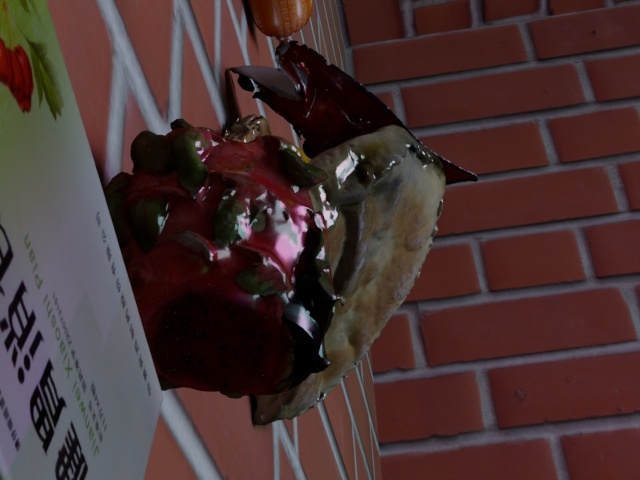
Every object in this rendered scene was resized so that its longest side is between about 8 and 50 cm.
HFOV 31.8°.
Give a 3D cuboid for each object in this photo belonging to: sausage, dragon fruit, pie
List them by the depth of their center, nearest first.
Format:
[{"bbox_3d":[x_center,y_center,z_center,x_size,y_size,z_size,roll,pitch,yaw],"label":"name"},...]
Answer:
[{"bbox_3d":[-0.060,0.007,0.677,0.166,0.160,0.172,49,25,-34],"label":"dragon fruit"},{"bbox_3d":[0.023,0.034,1.156,0.337,0.075,0.337,-46,152,-32],"label":"pie"},{"bbox_3d":[-0.067,-0.379,1.417,0.093,0.093,0.312,-91,172,-48],"label":"sausage"}]

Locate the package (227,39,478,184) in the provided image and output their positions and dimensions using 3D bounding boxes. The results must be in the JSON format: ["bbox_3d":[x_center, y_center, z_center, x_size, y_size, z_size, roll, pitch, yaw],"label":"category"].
[{"bbox_3d":[0.025,-0.122,1.249,0.269,0.071,0.194,42,-18,-24],"label":"package"}]

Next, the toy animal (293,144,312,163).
[{"bbox_3d":[0.001,-0.003,1.411,0.156,0.156,0.229,71,3,-64],"label":"toy animal"}]

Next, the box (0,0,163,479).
[{"bbox_3d":[-0.128,0.015,0.420,0.175,0.062,0.260,-87,169,-60],"label":"box"}]

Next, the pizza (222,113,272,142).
[{"bbox_3d":[-0.061,-0.046,1.144,0.226,0.069,0.147,-78,162,-74],"label":"pizza"}]
